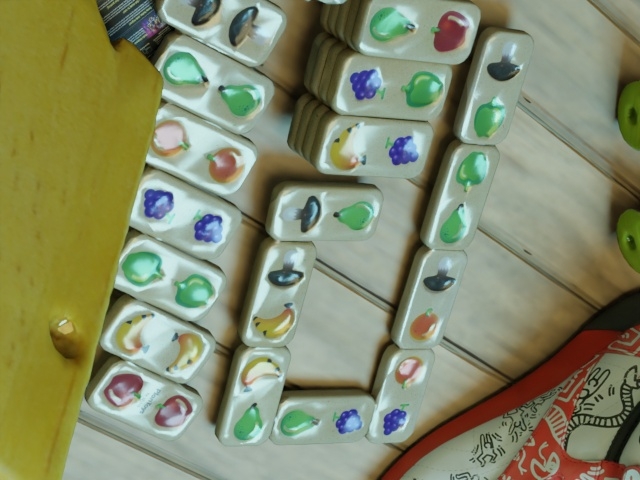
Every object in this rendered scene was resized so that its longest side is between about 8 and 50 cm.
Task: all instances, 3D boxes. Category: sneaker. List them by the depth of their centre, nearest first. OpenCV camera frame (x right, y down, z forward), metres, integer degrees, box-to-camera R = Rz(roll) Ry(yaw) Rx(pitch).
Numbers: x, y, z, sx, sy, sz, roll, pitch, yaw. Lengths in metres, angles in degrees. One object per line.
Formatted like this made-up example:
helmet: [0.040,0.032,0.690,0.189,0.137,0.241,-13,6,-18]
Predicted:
sneaker: [0.131,0.146,0.732,0.270,0.145,0.090,-39,124,-4]

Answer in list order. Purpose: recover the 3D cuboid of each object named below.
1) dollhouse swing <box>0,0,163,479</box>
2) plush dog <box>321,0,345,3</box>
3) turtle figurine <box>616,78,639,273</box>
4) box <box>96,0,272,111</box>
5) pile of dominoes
dollhouse swing: [-0.291,-0.026,0.449,0.305,0.315,0.347,-27,124,26]
plush dog: [0.021,-0.253,0.498,0.225,0.210,0.262,-37,153,-22]
turtle figurine: [0.267,-0.061,0.735,0.217,0.087,0.269,-9,126,-13]
box: [-0.072,-0.096,0.596,0.083,0.018,0.067,-40,124,-4]
pile of dominoes: [0.000,0.000,0.650,0.196,0.040,0.251,1,115,-30]
